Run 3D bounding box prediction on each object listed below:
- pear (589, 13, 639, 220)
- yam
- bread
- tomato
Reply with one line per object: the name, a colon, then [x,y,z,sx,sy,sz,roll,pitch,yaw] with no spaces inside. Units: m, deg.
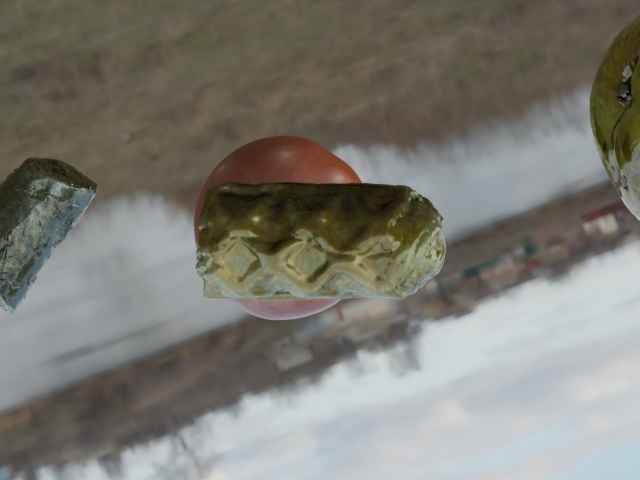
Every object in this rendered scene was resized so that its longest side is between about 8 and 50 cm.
pear: [0.415,-0.122,1.588,0.304,0.304,0.304,-21,179,0]
yam: [-0.342,-0.014,1.825,0.183,0.107,0.107,-53,180,-2]
bread: [0.000,0.000,1.693,0.267,0.130,0.152,0,-146,9]
tomato: [-0.051,-0.015,2.218,0.255,0.256,0.224,-21,-162,33]
